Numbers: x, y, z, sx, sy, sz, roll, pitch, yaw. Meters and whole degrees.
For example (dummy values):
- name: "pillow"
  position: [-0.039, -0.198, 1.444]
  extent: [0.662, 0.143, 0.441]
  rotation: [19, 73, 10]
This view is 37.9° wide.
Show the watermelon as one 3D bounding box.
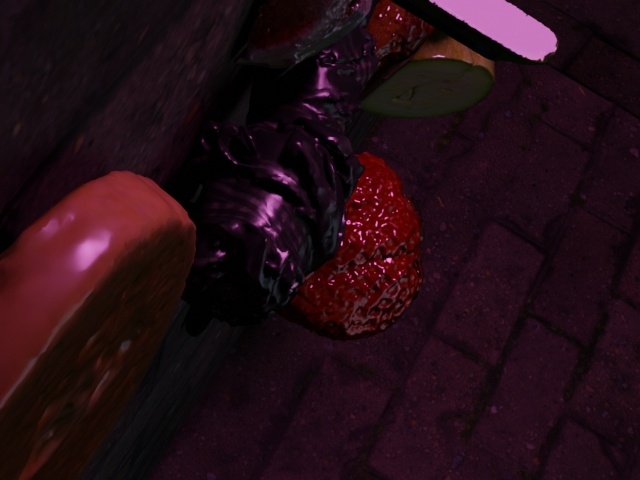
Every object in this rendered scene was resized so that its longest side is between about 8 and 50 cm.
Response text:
- name: "watermelon"
  position: [0.009, -0.195, 0.636]
  extent: [0.187, 0.071, 0.139]
  rotation: [-59, 174, -1]

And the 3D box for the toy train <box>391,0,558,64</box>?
- name: "toy train"
  position: [0.113, -0.213, 0.833]
  extent: [0.044, 0.209, 0.042]
  rotation: [-58, 179, -16]

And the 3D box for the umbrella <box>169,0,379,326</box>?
- name: "umbrella"
  position: [-0.019, -0.098, 0.722]
  extent: [0.154, 0.128, 0.337]
  rotation: [-15, -133, 59]

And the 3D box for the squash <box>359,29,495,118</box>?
- name: "squash"
  position: [0.179, -0.381, 1.520]
  extent: [0.233, 0.210, 0.309]
  rotation: [148, -58, -62]

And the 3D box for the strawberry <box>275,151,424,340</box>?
- name: "strawberry"
  position: [0.000, 0.000, 1.198]
  extent: [0.288, 0.250, 0.239]
  rotation: [-1, 98, -46]

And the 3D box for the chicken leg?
- name: "chicken leg"
  position: [0.075, -0.262, 1.102]
  extent: [0.407, 0.096, 0.158]
  rotation: [-56, -164, -24]

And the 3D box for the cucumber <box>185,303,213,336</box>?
- name: "cucumber"
  position: [-0.147, 0.074, 1.268]
  extent: [0.033, 0.036, 0.184]
  rotation: [-40, 162, -53]

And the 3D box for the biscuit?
- name: "biscuit"
  position: [-0.187, 0.124, 0.511]
  extent: [0.365, 0.062, 0.385]
  rotation: [-58, 179, -24]
